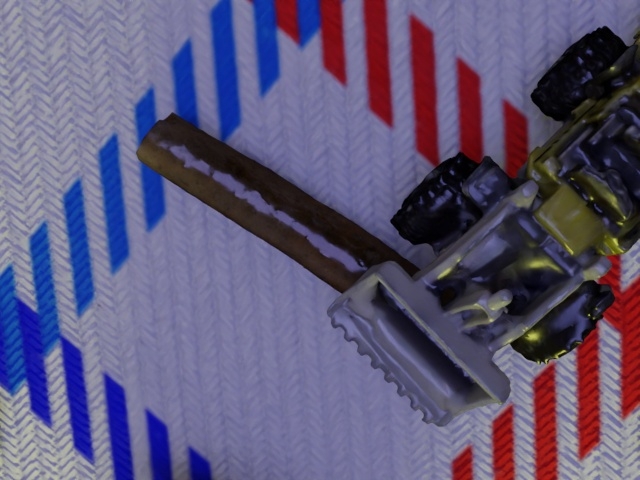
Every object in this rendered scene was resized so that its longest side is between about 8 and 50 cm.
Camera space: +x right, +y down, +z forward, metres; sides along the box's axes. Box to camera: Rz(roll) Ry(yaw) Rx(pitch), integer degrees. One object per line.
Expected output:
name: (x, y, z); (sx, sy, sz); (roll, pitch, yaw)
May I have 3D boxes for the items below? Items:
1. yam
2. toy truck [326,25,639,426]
yam: (0.000, 0.000, 0.507); (0.264, 0.046, 0.046); (32, 101, 0)
toy truck: (0.138, -0.017, 0.443); (0.286, 0.111, 0.136); (-44, 91, -2)
